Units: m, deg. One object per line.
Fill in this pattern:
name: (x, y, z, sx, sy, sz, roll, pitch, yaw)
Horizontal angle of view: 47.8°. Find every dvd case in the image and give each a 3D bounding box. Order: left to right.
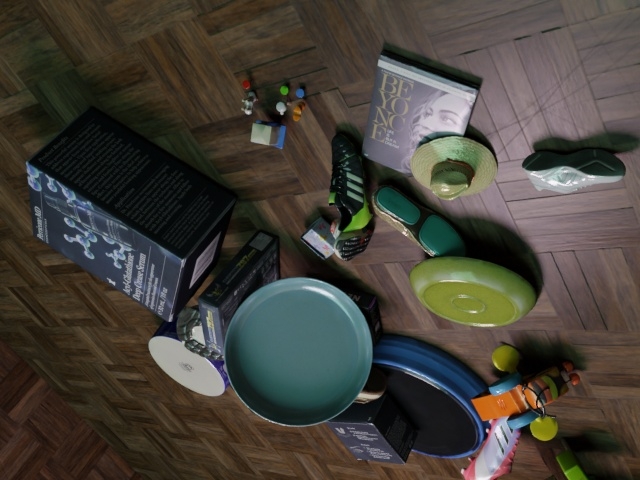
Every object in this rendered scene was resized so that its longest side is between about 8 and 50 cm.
dvd case: (0.157, -0.192, 1.191, 0.165, 0.018, 0.221, 24, 142, 13)

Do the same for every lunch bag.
lunch bag: (0.000, 0.000, 1.496, 0.071, 0.053, 0.083, 41, 152, -7)

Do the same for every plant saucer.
plant saucer: (-0.047, 0.237, 1.559, 0.318, 0.317, 0.044, 35, 176, -1)
plant saucer: (0.281, 0.107, 1.360, 0.241, 0.037, 0.241, 14, 153, 7)

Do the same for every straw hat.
straw hat: (0.215, -0.100, 1.190, 0.145, 0.061, 0.144, 11, 140, 9)

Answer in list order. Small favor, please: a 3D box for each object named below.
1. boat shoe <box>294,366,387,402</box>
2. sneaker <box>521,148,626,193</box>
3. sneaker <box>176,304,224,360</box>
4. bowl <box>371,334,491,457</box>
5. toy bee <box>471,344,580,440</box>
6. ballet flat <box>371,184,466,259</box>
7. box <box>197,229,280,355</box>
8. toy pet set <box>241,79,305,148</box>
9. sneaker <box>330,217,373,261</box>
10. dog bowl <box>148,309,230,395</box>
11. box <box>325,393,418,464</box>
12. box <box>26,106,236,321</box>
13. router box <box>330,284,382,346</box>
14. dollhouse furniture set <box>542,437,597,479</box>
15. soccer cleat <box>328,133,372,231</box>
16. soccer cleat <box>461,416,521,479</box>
boat shoe: (0.016, 0.314, 1.640, 0.258, 0.095, 0.095, 20, 146, -1)
sneaker: (0.387, -0.102, 1.097, 0.152, 0.053, 0.061, 7, 145, 40)
sneaker: (-0.130, 0.224, 1.760, 0.411, 0.182, 0.158, 22, 121, 4)
bowl: (0.224, 0.385, 1.735, 0.391, 0.077, 0.391, 20, 141, 17)
toy bee: (0.432, 0.309, 1.442, 0.195, 0.162, 0.298, 69, 163, -12)
ballet flat: (0.179, -0.030, 1.331, 0.206, 0.073, 0.067, 40, 170, -4)
box: (-0.175, 0.116, 1.603, 0.059, 0.232, 0.183, 25, 143, 20)
toy pet set: (-0.081, -0.227, 1.316, 0.122, 0.065, 0.114, 15, 104, 20)
sneaker: (0.043, -0.007, 1.386, 0.075, 0.161, 0.057, 30, 107, 16)
dog bowl: (-0.359, 0.327, 2.086, 0.265, 0.104, 0.264, 21, 142, 17)
box: (0.123, 0.452, 1.743, 0.156, 0.093, 0.158, -10, 126, 44)
box: (-0.428, -0.052, 1.627, 0.396, 0.212, 0.293, 32, 144, 4)
router box: (0.047, 0.165, 1.648, 0.179, 0.046, 0.133, 12, 137, 26)
dollhouse furniture set: (0.468, 0.596, 1.614, 0.302, 0.151, 0.197, -34, 100, 11)
soccer cleat: (0.044, -0.101, 1.300, 0.060, 0.072, 0.178, 11, 120, 56)
soccer cleat: (0.405, 0.462, 1.608, 0.095, 0.083, 0.248, 37, 113, 30)
